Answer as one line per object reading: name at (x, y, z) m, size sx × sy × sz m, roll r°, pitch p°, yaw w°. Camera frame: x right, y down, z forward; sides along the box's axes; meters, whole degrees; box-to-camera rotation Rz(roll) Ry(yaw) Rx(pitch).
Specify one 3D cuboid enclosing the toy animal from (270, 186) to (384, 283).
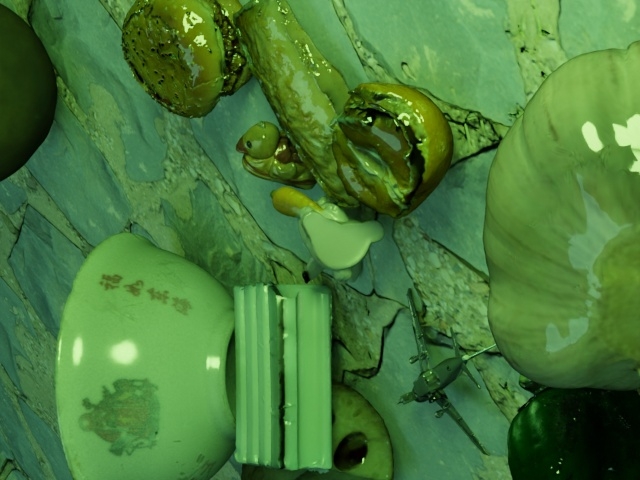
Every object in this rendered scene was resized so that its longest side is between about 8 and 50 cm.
toy animal at (0.000, 0.000, 1.482) m, size 0.181 × 0.131 × 0.127 m, roll -140°, pitch 54°, yaw -82°

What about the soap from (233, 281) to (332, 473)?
soap at (-0.051, 0.189, 1.654) m, size 0.150 × 0.094 × 0.261 m, roll -10°, pitch 80°, yaw 61°

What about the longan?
longan at (-0.559, -0.232, 1.845) m, size 0.319 × 0.319 × 0.319 m, roll 35°, pitch 144°, yaw 30°

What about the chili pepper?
chili pepper at (0.282, 0.223, 1.276) m, size 0.165 × 0.261 × 0.174 m, roll -25°, pitch 121°, yaw 19°

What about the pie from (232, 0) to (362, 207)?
pie at (-0.015, -0.165, 1.385) m, size 0.282 × 0.068 × 0.128 m, roll 61°, pitch 153°, yaw -6°

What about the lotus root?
lotus root at (-0.006, 0.317, 1.793) m, size 0.314 × 0.142 × 0.210 m, roll -33°, pitch 53°, yaw 56°

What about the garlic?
garlic at (0.268, -0.023, 0.947) m, size 0.317 × 0.259 × 0.317 m, roll 9°, pitch 123°, yaw 14°

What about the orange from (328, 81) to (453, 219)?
orange at (0.080, -0.103, 1.273) m, size 0.170 × 0.112 × 0.160 m, roll 46°, pitch 159°, yaw 51°

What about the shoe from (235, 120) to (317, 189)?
shoe at (-0.044, -0.109, 1.476) m, size 0.109 × 0.072 × 0.069 m, roll 35°, pitch 136°, yaw -3°

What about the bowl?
bowl at (-0.198, 0.199, 1.777) m, size 0.196 × 0.435 × 0.435 m, roll -4°, pitch 123°, yaw 18°

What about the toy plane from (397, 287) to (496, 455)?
toy plane at (0.148, 0.172, 1.503) m, size 0.226 × 0.058 × 0.226 m, roll 65°, pitch 152°, yaw 13°

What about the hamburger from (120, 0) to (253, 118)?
hamburger at (-0.172, -0.244, 1.478) m, size 0.185 × 0.113 × 0.177 m, roll 54°, pitch 151°, yaw -1°
